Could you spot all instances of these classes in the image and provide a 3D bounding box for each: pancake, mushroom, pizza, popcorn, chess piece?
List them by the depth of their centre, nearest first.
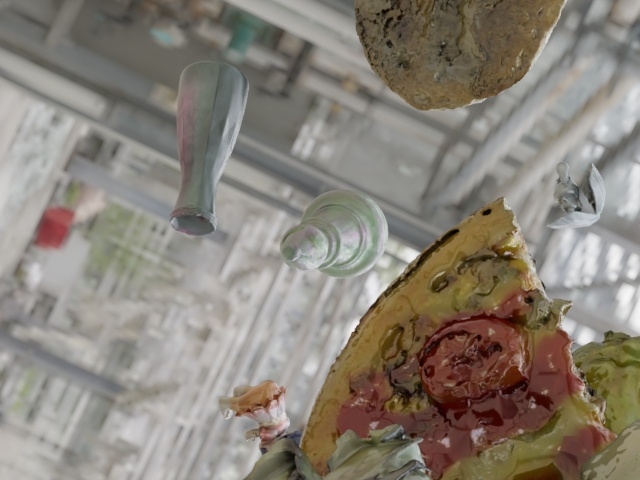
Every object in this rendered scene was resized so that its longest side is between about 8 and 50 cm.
[{"bbox_3d":[0.017,0.291,1.597,0.267,0.164,0.189,-14,-159,49],"label":"mushroom"},{"bbox_3d":[0.190,0.186,1.815,0.440,0.406,0.130,-58,146,-6],"label":"pizza"},{"bbox_3d":[0.366,0.233,1.968,0.282,0.282,0.247,134,-21,-73],"label":"popcorn"},{"bbox_3d":[0.200,-0.370,2.402,0.082,0.387,0.387,7,115,-50],"label":"pancake"},{"bbox_3d":[0.000,0.000,2.523,0.139,0.139,0.272,-63,165,15],"label":"chess piece"}]

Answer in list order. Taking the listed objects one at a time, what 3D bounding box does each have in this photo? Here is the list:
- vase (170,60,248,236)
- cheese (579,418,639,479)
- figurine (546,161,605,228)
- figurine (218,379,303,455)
[{"bbox_3d":[-0.141,-0.109,2.061,0.086,0.086,0.214,124,-25,-58],"label":"vase"},{"bbox_3d":[0.387,0.305,1.633,0.318,0.326,0.115,-59,-167,16],"label":"cheese"},{"bbox_3d":[0.343,-0.061,2.292,0.094,0.082,0.086,73,12,-84],"label":"figurine"},{"bbox_3d":[-0.060,0.291,2.401,0.102,0.195,0.111,-22,-173,36],"label":"figurine"}]
